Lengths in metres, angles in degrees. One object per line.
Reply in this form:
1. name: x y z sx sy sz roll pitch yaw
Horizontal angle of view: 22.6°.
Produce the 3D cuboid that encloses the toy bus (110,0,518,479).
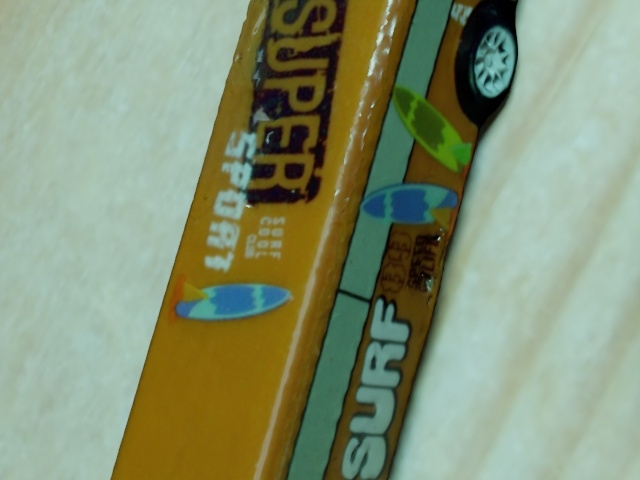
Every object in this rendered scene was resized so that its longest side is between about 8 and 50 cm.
1. toy bus: 0.000 0.000 0.653 0.093 0.092 0.409 11 83 37
